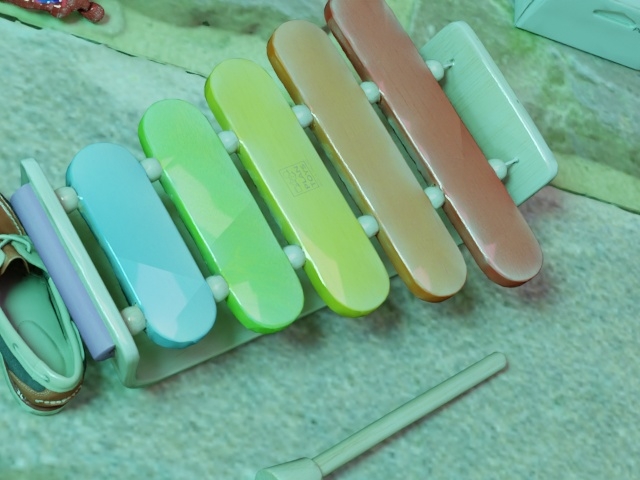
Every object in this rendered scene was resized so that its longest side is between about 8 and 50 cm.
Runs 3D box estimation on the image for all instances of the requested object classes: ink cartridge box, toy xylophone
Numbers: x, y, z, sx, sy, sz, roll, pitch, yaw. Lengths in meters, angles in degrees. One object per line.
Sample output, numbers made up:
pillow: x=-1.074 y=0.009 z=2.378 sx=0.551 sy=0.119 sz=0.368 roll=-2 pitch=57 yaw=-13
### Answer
ink cartridge box: x=0.196 y=-0.208 z=0.977 sx=0.109 sy=0.063 sz=0.150 roll=16 pitch=59 yaw=-18
toy xylophone: x=0.000 y=0.000 z=0.763 sx=0.323 sy=0.081 sz=0.236 roll=-32 pitch=81 yaw=-35

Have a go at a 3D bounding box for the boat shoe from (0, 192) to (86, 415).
boat shoe: x=-0.156 y=0.022 z=0.703 sx=0.049 sy=0.043 sz=0.137 roll=-17 pitch=71 yaw=-29

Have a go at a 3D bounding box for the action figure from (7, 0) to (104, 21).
action figure: x=-0.176 y=-0.156 z=0.795 sx=0.115 sy=0.030 sz=0.038 roll=26 pitch=62 yaw=-17
